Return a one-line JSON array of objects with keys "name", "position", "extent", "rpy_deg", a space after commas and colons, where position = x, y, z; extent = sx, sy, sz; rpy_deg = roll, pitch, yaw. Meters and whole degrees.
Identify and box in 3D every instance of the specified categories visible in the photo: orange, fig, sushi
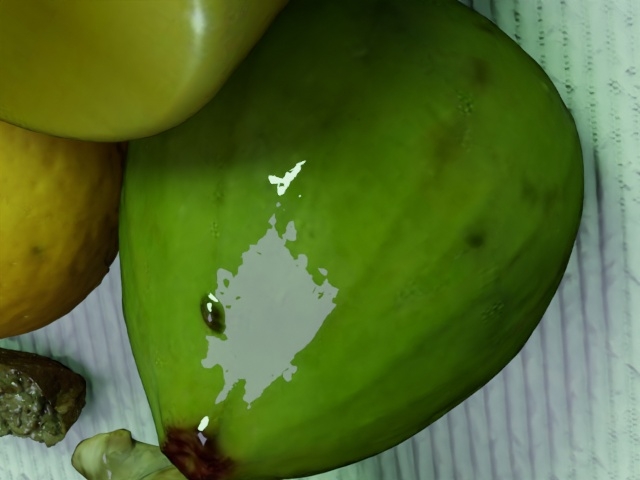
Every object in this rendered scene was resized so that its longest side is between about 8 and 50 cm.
[{"name": "orange", "position": [-0.178, -0.060, 0.770], "extent": [0.193, 0.219, 0.219], "rpy_deg": [16, 131, -25]}, {"name": "fig", "position": [0.000, 0.000, 0.687], "extent": [0.203, 0.225, 0.203], "rpy_deg": [21, 145, 15]}, {"name": "sushi", "position": [-0.184, 0.088, 0.940], "extent": [0.120, 0.055, 0.052], "rpy_deg": [14, 113, 23]}]

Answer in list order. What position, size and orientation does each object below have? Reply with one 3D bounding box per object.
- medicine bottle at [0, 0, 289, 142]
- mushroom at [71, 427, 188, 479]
[{"name": "medicine bottle", "position": [-0.078, -0.195, 0.589], "extent": [0.238, 0.232, 0.238], "rpy_deg": [25, 149, 16]}, {"name": "mushroom", "position": [-0.031, 0.245, 0.761], "extent": [0.345, 0.345, 0.259], "rpy_deg": [36, 101, 12]}]
